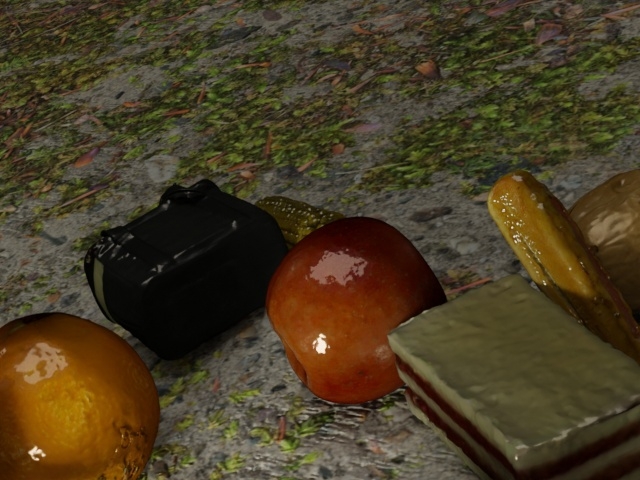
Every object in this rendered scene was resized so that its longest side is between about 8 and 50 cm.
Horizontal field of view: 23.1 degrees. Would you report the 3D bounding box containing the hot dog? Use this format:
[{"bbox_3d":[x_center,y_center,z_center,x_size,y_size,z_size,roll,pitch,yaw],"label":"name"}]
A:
[{"bbox_3d":[0.283,0.048,1.756,0.088,0.286,0.061,-35,-14,33],"label":"hot dog"}]

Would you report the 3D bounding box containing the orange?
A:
[{"bbox_3d":[-0.315,0.206,1.874,0.246,0.246,0.246,-17,28,9],"label":"orange"}]

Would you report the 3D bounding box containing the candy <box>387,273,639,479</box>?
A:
[{"bbox_3d":[0.224,0.171,1.685,0.179,0.135,0.321,-28,30,-13],"label":"candy"}]

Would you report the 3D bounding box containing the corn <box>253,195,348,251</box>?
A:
[{"bbox_3d":[0.000,0.000,2.188,0.097,0.097,0.320,-33,29,-21],"label":"corn"}]

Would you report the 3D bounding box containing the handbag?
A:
[{"bbox_3d":[-0.183,0.040,2.154,0.254,0.181,0.181,-33,37,-23],"label":"handbag"}]

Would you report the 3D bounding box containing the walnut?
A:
[{"bbox_3d":[0.368,0.003,1.854,0.197,0.165,0.165,-27,28,-22],"label":"walnut"}]

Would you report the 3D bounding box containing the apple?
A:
[{"bbox_3d":[0.043,0.082,1.881,0.201,0.218,0.218,-31,29,-8],"label":"apple"}]
